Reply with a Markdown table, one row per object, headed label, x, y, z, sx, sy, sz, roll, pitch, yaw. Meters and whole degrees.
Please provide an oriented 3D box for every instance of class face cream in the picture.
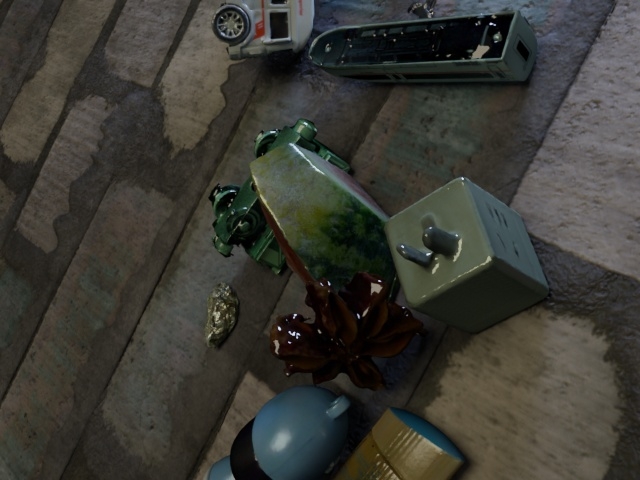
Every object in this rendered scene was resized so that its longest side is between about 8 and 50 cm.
| label | x | y | z | sx | sy | sz | roll | pitch | yaw |
| --- | --- | --- | --- | --- | --- | --- | --- | --- | --- |
| face cream | 0.069 | 0.358 | 1.119 | 0.285 | 0.067 | 0.139 | -53 | 45 | 11 |

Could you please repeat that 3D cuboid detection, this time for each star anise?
| label | x | y | z | sx | sy | sz | roll | pitch | yaw |
| --- | --- | --- | --- | --- | --- | --- | --- | --- | --- |
| star anise | 0.025 | 0.129 | 1.125 | 0.190 | 0.220 | 0.126 | -44 | 45 | -3 |

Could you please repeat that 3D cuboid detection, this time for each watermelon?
| label | x | y | z | sx | sy | sz | roll | pitch | yaw |
| --- | --- | --- | --- | --- | --- | --- | --- | --- | --- |
| watermelon | 0.000 | 0.000 | 1.265 | 0.310 | 0.232 | 0.193 | 42 | 102 | -1 |

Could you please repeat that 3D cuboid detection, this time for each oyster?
| label | x | y | z | sx | sy | sz | roll | pitch | yaw |
| --- | --- | --- | --- | --- | --- | --- | --- | --- | --- |
| oyster | -0.191 | 0.129 | 1.467 | 0.098 | 0.037 | 0.100 | -52 | 47 | 11 |

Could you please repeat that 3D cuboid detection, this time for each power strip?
| label | x | y | z | sx | sy | sz | roll | pitch | yaw |
| --- | --- | --- | --- | --- | --- | --- | --- | --- | --- |
| power strip | 0.176 | 0.016 | 1.062 | 0.139 | 0.224 | 0.140 | -31 | 54 | 28 |

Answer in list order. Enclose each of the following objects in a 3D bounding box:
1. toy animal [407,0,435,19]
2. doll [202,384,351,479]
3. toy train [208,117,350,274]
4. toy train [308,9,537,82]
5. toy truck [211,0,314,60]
| label | x | y | z | sx | sy | sz | roll | pitch | yaw |
| --- | --- | --- | --- | --- | --- | --- | --- | --- | --- |
| toy animal | 0.179 | -0.388 | 1.370 | 0.050 | 0.028 | 0.084 | -52 | 44 | 13 |
| doll | -0.061 | 0.318 | 1.195 | 0.141 | 0.177 | 0.314 | 45 | 119 | 2 |
| toy train | -0.077 | -0.082 | 1.377 | 0.269 | 0.154 | 0.115 | -55 | 47 | 9 |
| toy train | 0.150 | -0.303 | 1.317 | 0.407 | 0.088 | 0.086 | 11 | 78 | 44 |
| toy truck | -0.095 | -0.526 | 1.476 | 0.173 | 0.207 | 0.387 | -93 | 2 | -76 |
